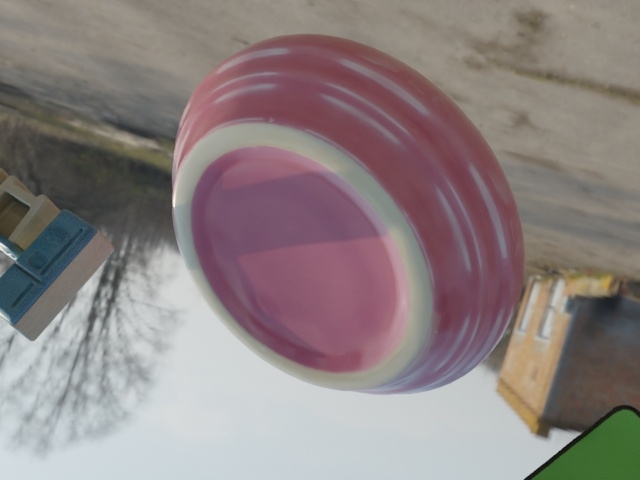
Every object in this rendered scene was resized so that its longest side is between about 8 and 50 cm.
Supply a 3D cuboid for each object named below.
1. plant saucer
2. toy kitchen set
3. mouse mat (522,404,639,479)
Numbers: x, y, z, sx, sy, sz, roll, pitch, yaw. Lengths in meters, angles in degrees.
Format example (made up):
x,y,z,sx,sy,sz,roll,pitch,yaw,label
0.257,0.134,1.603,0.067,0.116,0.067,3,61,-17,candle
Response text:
x,y,z,sx,sy,sz,roll,pitch,yaw,label
0.000,0.000,0.814,0.332,0.332,0.084,17,-142,27,plant saucer
-0.339,-0.028,0.952,0.207,0.122,0.166,27,162,35,toy kitchen set
0.201,0.225,0.701,0.152,0.190,0.007,50,171,29,mouse mat
